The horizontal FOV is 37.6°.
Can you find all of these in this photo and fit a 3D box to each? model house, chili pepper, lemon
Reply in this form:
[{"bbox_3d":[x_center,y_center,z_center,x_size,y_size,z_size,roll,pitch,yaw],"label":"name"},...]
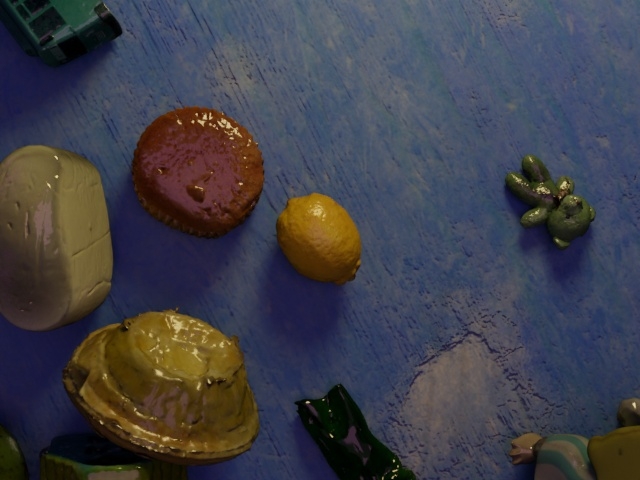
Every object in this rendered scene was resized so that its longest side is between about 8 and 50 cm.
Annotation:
[{"bbox_3d":[-0.272,0.391,1.259,0.215,0.303,0.237,-1,89,-14],"label":"model house"},{"bbox_3d":[0.051,0.312,1.413,0.098,0.061,0.224,-41,96,1],"label":"chili pepper"},{"bbox_3d":[0.000,0.000,1.386,0.114,0.114,0.155,-36,101,-7],"label":"lemon"}]

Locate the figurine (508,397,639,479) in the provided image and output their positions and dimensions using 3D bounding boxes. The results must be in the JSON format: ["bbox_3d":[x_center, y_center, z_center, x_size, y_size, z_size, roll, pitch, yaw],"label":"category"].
[{"bbox_3d":[0.545,0.365,1.419,0.377,0.361,0.266,-2,93,-41],"label":"figurine"}]

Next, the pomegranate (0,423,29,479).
[{"bbox_3d":[-0.500,0.318,1.255,0.202,0.248,0.202,-3,64,7],"label":"pomegranate"}]

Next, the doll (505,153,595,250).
[{"bbox_3d":[0.356,-0.063,1.457,0.150,0.077,0.115,43,74,6],"label":"doll"}]

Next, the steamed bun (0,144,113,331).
[{"bbox_3d":[-0.387,-0.004,1.292,0.155,0.200,0.250,-6,95,6],"label":"steamed bun"}]

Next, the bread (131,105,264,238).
[{"bbox_3d":[-0.176,-0.100,1.369,0.199,0.104,0.199,0,87,-8],"label":"bread"}]

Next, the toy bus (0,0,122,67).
[{"bbox_3d":[-0.407,-0.374,1.333,0.147,0.128,0.256,-36,91,-5],"label":"toy bus"}]

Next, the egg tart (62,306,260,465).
[{"bbox_3d":[-0.202,0.183,1.268,0.290,0.290,0.115,20,111,-7],"label":"egg tart"}]
